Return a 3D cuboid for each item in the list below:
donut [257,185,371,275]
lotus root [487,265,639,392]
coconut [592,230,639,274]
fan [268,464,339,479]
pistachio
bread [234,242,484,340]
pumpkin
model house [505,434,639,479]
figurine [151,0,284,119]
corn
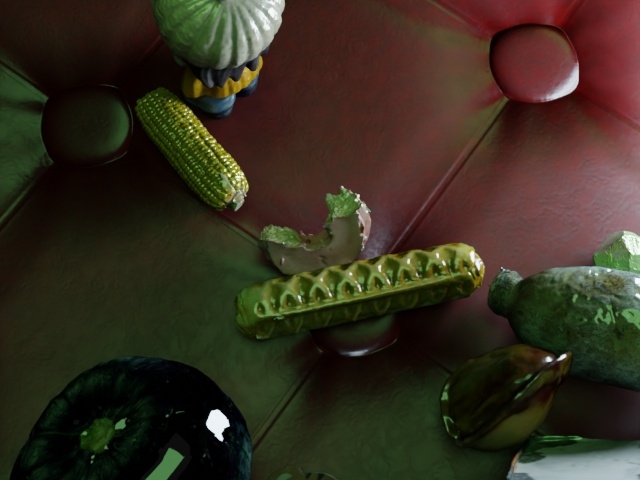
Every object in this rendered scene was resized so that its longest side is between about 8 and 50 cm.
[{"bbox_3d":[0.000,0.000,1.620,0.166,0.117,0.065,-19,38,5],"label":"donut"},{"bbox_3d":[0.397,0.122,1.546,0.349,0.175,0.175,11,70,14],"label":"lotus root"},{"bbox_3d":[0.443,0.028,1.629,0.082,0.081,0.083,-35,54,27],"label":"coconut"},{"bbox_3d":[0.003,0.368,1.464,0.226,0.008,0.152,0,48,32],"label":"fan"},{"bbox_3d":[0.251,0.204,1.512,0.210,0.165,0.130,-38,93,30],"label":"pistachio"},{"bbox_3d":[0.057,0.072,1.605,0.367,0.077,0.084,-11,81,-4],"label":"bread"},{"bbox_3d":[-0.237,0.307,1.439,0.315,0.238,0.315,-10,54,13],"label":"pumpkin"},{"bbox_3d":[0.329,0.409,1.415,0.190,0.271,0.301,5,94,16],"label":"model house"},{"bbox_3d":[-0.134,-0.287,1.592,0.204,0.332,0.185,35,71,27],"label":"figurine"},{"bbox_3d":[-0.191,-0.135,1.674,0.080,0.080,0.238,-35,72,-12],"label":"corn"}]
